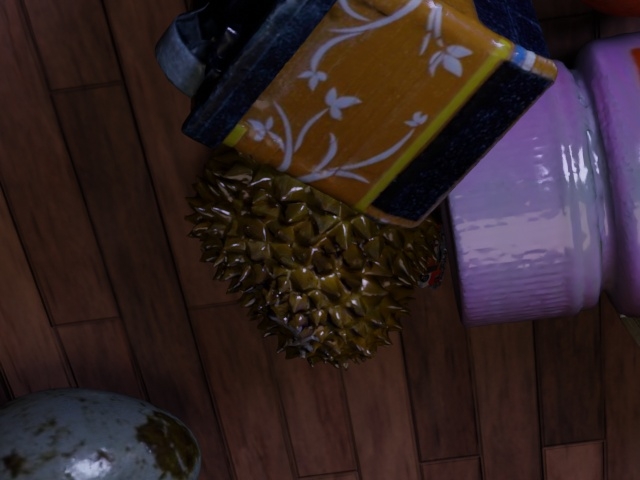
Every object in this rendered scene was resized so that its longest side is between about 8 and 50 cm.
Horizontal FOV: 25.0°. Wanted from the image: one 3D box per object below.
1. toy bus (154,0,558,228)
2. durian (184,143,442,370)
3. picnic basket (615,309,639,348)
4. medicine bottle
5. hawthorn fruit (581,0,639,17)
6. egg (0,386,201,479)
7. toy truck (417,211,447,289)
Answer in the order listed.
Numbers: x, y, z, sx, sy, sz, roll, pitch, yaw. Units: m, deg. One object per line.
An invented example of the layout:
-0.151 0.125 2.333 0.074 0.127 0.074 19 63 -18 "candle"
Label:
0.016 -0.178 0.908 0.194 0.323 0.162 26 124 -25 "toy bus"
-0.009 0.009 1.182 0.183 0.138 0.250 -5 134 49 "durian"
0.312 0.057 1.256 0.079 0.115 0.164 -27 127 17 "picnic basket"
0.283 -0.057 1.093 0.388 0.219 0.219 -7 130 3 "medicine bottle"
0.218 -0.211 1.023 0.140 0.125 0.125 -30 125 18 "hawthorn fruit"
-0.224 0.217 1.328 0.231 0.169 0.169 -11 131 -10 "egg"
0.097 0.011 1.265 0.032 0.024 0.083 -18 132 -27 "toy truck"
